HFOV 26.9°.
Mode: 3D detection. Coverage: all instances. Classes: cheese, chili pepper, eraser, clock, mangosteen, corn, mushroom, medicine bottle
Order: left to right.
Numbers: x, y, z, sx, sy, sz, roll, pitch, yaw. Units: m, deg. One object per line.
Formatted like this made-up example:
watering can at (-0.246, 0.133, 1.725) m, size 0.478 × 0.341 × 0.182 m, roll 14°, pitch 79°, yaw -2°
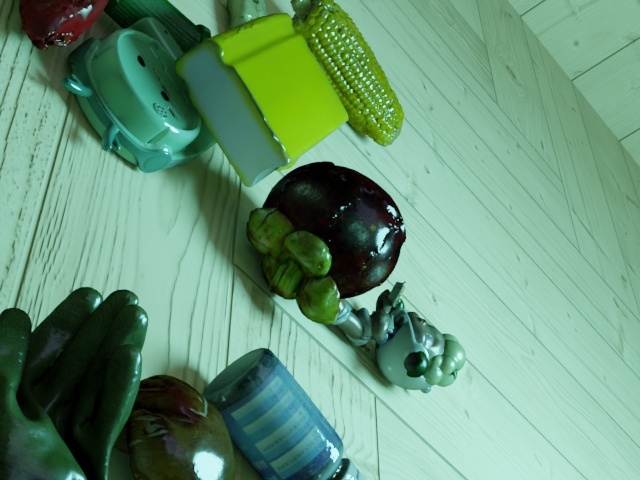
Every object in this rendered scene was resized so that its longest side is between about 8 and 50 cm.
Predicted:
chili pepper at (-0.262, -0.319, 1.417) m, size 0.110 × 0.110 × 0.387 m, roll 41°, pitch 31°, yaw -36°
clock at (-0.188, -0.146, 1.384) m, size 0.159 × 0.066 × 0.211 m, roll 56°, pitch 23°, yaw -3°
mushroom at (-0.125, 0.163, 1.094) m, size 0.170 × 0.080 × 0.135 m, roll 50°, pitch 13°, yaw -26°
medicine bottle at (-0.130, -0.198, 1.554) m, size 0.309 × 0.076 × 0.111 m, roll 42°, pitch 25°, yaw -35°
cheese at (-0.090, -0.263, 1.766) m, size 0.065 × 0.043 × 0.194 m, roll 40°, pitch 29°, yaw -39°
eraser at (-0.060, -0.163, 1.480) m, size 0.158 × 0.069 × 0.226 m, roll 60°, pitch 25°, yaw -7°
medicine bottle at (-0.020, 0.199, 1.253) m, size 0.203 × 0.083 × 0.083 m, roll 51°, pitch 23°, yaw -11°
mangosteen at (0.000, 0.000, 1.477) m, size 0.166 × 0.166 × 0.180 m, roll 53°, pitch 49°, yaw -11°
corn at (0.035, -0.248, 1.939) m, size 0.261 × 0.097 × 0.097 m, roll 54°, pitch 22°, yaw -21°

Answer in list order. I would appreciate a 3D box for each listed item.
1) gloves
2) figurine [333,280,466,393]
gloves at (-0.199, 0.137, 0.944) m, size 0.135 × 0.107 × 0.268 m, roll 39°, pitch 45°, yaw -21°
figurine at (0.089, 0.110, 1.583) m, size 0.197 × 0.093 × 0.147 m, roll 43°, pitch 15°, yaw -30°
